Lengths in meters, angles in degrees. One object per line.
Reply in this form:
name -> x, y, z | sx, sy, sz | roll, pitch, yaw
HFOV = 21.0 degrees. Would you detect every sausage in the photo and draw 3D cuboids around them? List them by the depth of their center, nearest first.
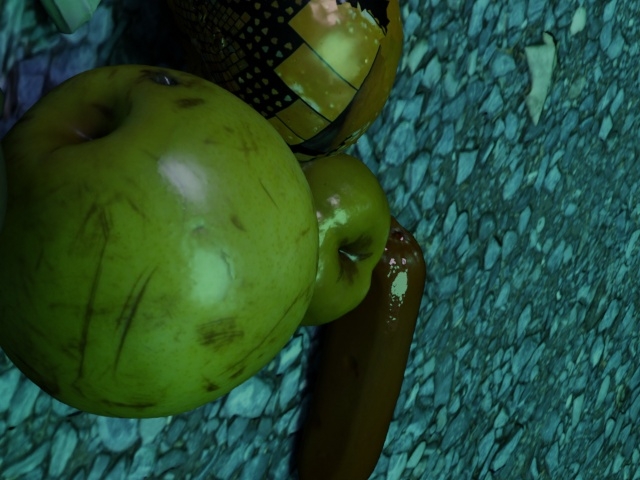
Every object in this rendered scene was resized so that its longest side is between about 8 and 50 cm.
sausage -> 0.047, 0.141, 1.895 | 0.097, 0.094, 0.348 | -17, 126, -47

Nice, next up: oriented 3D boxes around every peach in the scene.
peach -> 0.000, 0.000, 1.712 | 0.179, 0.103, 0.179 | -33, 136, -39

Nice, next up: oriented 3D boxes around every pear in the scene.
pear -> -0.137, 0.000, 1.326 | 0.280, 0.280, 0.281 | -37, 139, -40

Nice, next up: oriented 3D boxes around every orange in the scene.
orange -> -0.029, -0.175, 1.421 | 0.182, 0.234, 0.234 | -16, 132, -12

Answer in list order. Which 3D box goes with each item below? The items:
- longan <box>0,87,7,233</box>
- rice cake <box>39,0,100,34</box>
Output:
longan -> -0.286, -0.044, 1.174 | 0.204, 0.159, 0.185 | -55, 148, -35
rice cake -> -0.210, -0.246, 1.264 | 0.080, 0.042, 0.222 | -51, 148, -15
